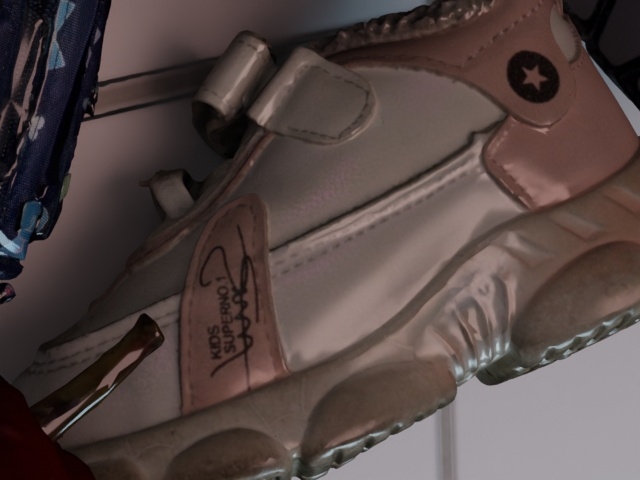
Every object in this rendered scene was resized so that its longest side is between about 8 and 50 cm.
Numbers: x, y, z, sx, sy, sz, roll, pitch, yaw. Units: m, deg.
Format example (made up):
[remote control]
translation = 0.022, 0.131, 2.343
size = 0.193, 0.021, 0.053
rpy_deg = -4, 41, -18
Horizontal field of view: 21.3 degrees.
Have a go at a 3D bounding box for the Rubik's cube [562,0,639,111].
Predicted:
[Rubik's cube]
translation = 0.258, -0.163, 0.874
size = 0.264, 0.319, 0.319
rpy_deg = -40, 133, 12

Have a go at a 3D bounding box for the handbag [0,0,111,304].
[handbag]
translation = -0.152, -0.095, 0.645
size = 0.162, 0.113, 0.260
rpy_deg = 20, 80, -50

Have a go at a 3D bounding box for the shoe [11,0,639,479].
[shoe]
translation = -0.001, 0.001, 0.789
size = 0.351, 0.172, 0.198
rpy_deg = -22, 80, -17

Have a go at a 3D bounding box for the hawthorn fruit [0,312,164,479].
[hawthorn fruit]
translation = -0.156, 0.123, 0.607
size = 0.266, 0.210, 0.230
rpy_deg = -35, 168, -15
